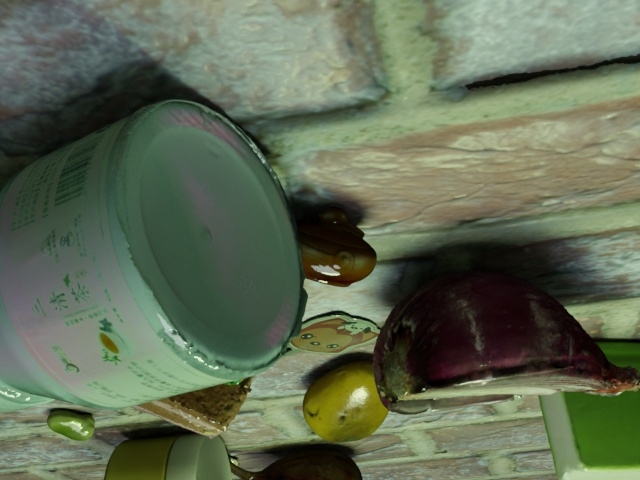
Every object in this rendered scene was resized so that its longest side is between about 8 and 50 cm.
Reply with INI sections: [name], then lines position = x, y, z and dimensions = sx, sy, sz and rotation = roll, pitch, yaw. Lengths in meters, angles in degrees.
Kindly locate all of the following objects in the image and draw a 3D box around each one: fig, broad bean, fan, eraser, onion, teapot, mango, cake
[fig]
position = -0.074, 0.513, 1.659
dimensions = 0.321, 0.216, 0.217
rotation = 20, 148, 0
[broad bean]
position = -0.440, 0.324, 1.411
dimensions = 0.083, 0.045, 0.063
rotation = 20, 142, -22
[fan]
position = -0.014, 0.153, 1.179
dimensions = 0.220, 0.009, 0.132
rotation = -25, 143, 33
[eraser]
position = 0.477, 0.255, 1.204
dimensions = 0.274, 0.210, 0.092
rotation = 0, 149, -11
[onion]
position = 0.234, 0.122, 1.006
dimensions = 0.349, 0.159, 0.267
rotation = 2, 162, -22
[teapot]
position = 0.000, 0.000, 0.857
dimensions = 0.129, 0.078, 0.098
rotation = 16, -172, -8
[mango]
position = 0.045, 0.256, 1.280
dimensions = 0.137, 0.098, 0.195
rotation = 6, 144, -8
[cake]
position = -0.246, 0.226, 1.203
dimensions = 0.295, 0.112, 0.116
rotation = 14, 145, -17

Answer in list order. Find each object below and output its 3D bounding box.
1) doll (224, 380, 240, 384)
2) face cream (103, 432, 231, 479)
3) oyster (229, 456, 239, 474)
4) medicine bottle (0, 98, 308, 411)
[doll]
position = -0.129, 0.139, 1.037
dimensions = 0.134, 0.106, 0.186
rotation = -55, 153, 5
[face cream]
position = -0.285, 0.481, 1.520
dimensions = 0.180, 0.218, 0.218
rotation = -7, 150, 10
[oyster]
position = -0.250, 0.518, 1.741
dimensions = 0.133, 0.071, 0.209
rotation = 17, 143, -35
[medicine bottle]
position = -0.196, 0.033, 0.727
dimensions = 0.290, 0.244, 0.245
rotation = -19, 146, 28
